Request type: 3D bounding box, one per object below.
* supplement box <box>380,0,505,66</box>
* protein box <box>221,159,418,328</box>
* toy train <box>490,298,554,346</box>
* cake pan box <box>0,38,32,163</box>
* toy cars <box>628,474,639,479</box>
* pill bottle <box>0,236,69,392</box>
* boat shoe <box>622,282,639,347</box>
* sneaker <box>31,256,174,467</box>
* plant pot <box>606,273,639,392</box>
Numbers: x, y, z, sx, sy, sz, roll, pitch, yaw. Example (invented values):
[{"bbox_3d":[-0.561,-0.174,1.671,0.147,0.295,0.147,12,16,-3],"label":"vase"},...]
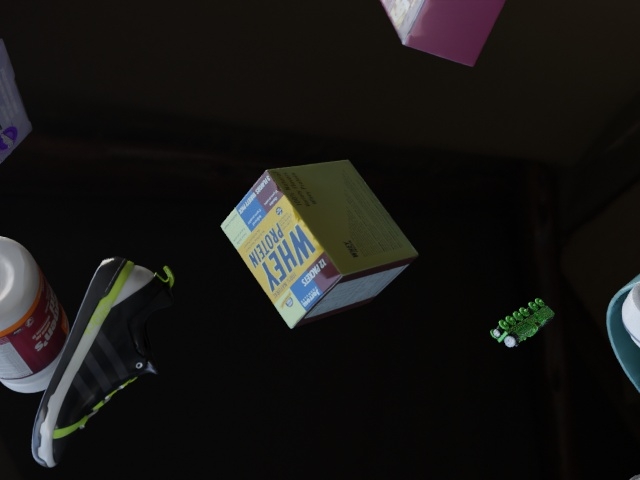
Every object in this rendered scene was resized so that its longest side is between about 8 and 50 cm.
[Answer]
[{"bbox_3d":[0.119,-0.269,0.983,0.081,0.104,0.188,14,-149,-18],"label":"supplement box"},{"bbox_3d":[0.000,0.000,1.475,0.201,0.136,0.199,-13,-118,-51],"label":"protein box"},{"bbox_3d":[0.168,0.069,0.795,0.023,0.017,0.083,47,-144,18],"label":"toy train"},{"bbox_3d":[-0.426,-0.213,0.967,0.246,0.267,0.070,31,-115,11],"label":"cake pan box"},{"bbox_3d":[0.341,0.322,0.831,0.394,0.176,0.087,25,-152,11],"label":"toy cars"},{"bbox_3d":[-0.367,0.095,1.138,0.121,0.221,0.121,0,-118,1],"label":"pill bottle"},{"bbox_3d":[0.333,0.124,0.721,0.258,0.084,0.095,31,-144,7],"label":"boat shoe"},{"bbox_3d":[-0.213,0.130,0.971,0.097,0.234,0.084,22,-175,-9],"label":"sneaker"},{"bbox_3d":[0.477,0.076,0.954,0.235,0.293,0.293,-42,-92,-19],"label":"plant pot"}]
